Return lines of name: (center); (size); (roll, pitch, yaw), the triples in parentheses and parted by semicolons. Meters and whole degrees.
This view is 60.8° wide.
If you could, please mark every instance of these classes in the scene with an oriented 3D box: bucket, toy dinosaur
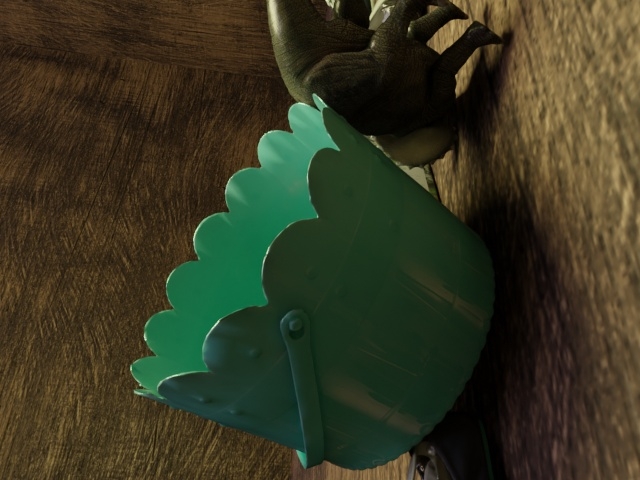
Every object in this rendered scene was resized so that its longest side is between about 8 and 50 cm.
bucket: (-0.008, 0.042, 0.458); (0.281, 0.183, 0.281); (-48, 21, 25)
toy dinosaur: (0.048, -0.149, 0.479); (0.160, 0.313, 0.121); (-56, 46, 27)

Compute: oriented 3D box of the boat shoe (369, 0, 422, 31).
boat shoe: (0.090, -0.286, 0.824); (0.228, 0.081, 0.069); (133, 147, -78)

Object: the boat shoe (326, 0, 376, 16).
boat shoe: (0.052, -0.392, 0.909); (0.255, 0.079, 0.095); (69, -170, -45)

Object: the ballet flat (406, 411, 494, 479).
ballet flat: (0.090, 0.196, 0.347); (0.203, 0.074, 0.074); (-93, 10, -58)

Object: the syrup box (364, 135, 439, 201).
syrup box: (0.076, -0.072, 0.675); (0.237, 0.093, 0.096); (-90, 8, -50)
